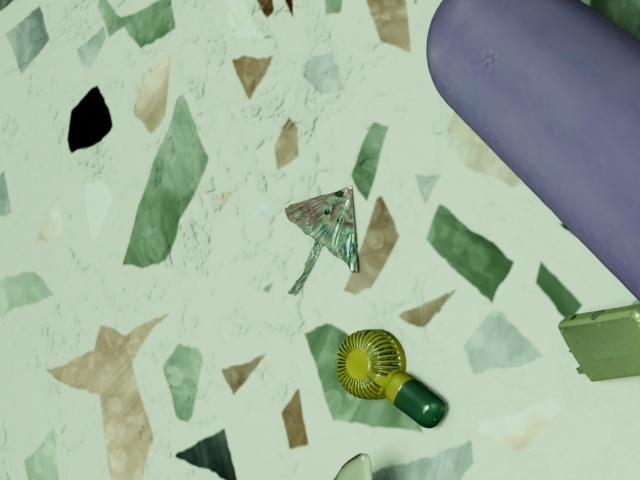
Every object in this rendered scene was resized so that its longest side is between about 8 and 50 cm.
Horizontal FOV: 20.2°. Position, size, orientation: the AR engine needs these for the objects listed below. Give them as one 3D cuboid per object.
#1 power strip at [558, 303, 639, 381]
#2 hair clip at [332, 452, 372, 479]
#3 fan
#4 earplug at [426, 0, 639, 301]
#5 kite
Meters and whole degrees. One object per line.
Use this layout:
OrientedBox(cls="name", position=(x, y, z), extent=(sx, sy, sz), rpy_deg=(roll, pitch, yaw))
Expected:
OrientedBox(cls="power strip", position=(0.301, 0.105, 1.838), extent=(0.076, 0.028, 0.169), rpy_deg=(58, 156, -7))
OrientedBox(cls="hair clip", position=(0.002, 0.380, 2.052), extent=(0.282, 0.113, 0.172), rpy_deg=(-34, 68, 24))
OrientedBox(cls="fan", position=(0.080, 0.160, 2.044), extent=(0.155, 0.039, 0.082), rpy_deg=(35, 107, 33))
OrientedBox(cls="earplug", position=(0.281, -0.119, 1.820), extent=(0.456, 0.215, 0.215), rpy_deg=(46, 113, 34))
OrientedBox(cls="kite", position=(0.000, 0.000, 2.136), extent=(0.139, 0.011, 0.156), rpy_deg=(39, 108, 36))
